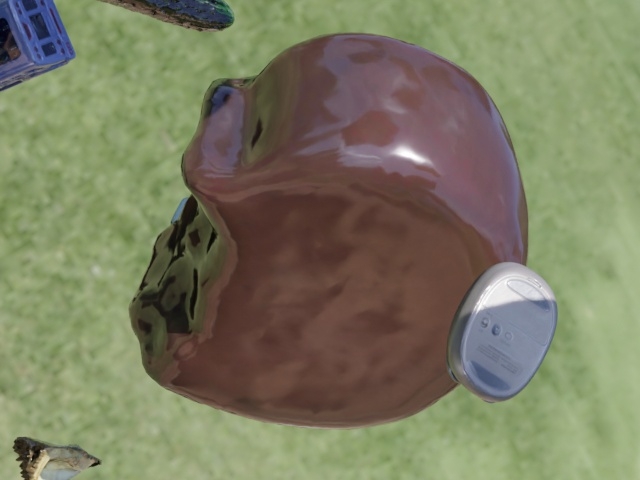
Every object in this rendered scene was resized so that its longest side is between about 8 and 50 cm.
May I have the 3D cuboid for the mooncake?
[{"bbox_3d":[0.000,0.000,1.469,0.326,0.333,0.174,63,20,-45],"label":"mooncake"}]

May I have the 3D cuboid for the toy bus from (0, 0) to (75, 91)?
[{"bbox_3d":[-0.487,-0.242,2.548,0.125,0.292,0.133,68,24,-7],"label":"toy bus"}]

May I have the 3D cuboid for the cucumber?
[{"bbox_3d":[-0.173,-0.248,1.872,0.214,0.052,0.058,13,10,-39],"label":"cucumber"}]

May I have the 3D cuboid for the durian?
[{"bbox_3d":[-0.240,0.193,1.691,0.052,0.066,0.130,59,3,17],"label":"durian"}]

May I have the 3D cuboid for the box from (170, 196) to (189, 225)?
[{"bbox_3d":[-0.117,-0.010,2.052,0.074,0.099,0.054,-70,158,-53],"label":"box"}]

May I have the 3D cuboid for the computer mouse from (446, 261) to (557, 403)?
[{"bbox_3d":[0.115,0.060,1.224,0.066,0.039,0.096,34,70,-14],"label":"computer mouse"}]
